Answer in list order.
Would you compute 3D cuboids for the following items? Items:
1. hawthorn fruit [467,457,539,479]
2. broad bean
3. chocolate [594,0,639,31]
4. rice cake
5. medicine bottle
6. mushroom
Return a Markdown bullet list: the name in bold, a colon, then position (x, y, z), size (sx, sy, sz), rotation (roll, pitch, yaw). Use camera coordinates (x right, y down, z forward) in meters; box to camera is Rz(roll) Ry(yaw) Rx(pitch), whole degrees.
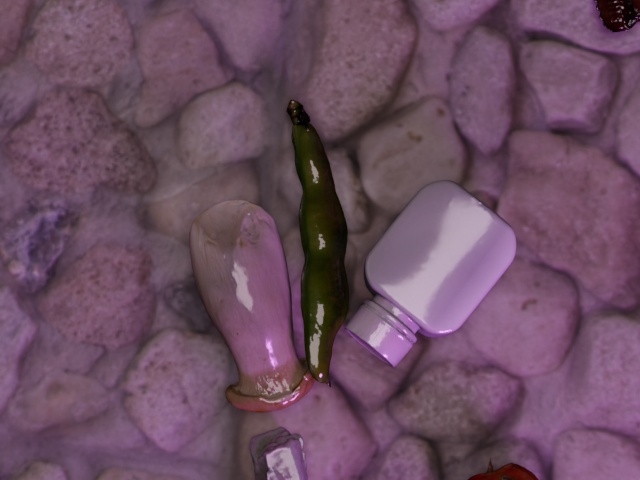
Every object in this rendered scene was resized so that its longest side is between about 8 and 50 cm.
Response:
- **hawthorn fruit**: position (0.179, 0.259, 1.530), size (0.093, 0.093, 0.093), rotation (0, 83, -2)
- **broad bean**: position (0.001, 0.001, 1.565), size (0.060, 0.043, 0.297), rotation (13, 65, -43)
- **chocolate**: position (0.371, -0.269, 1.628), size (0.182, 0.028, 0.086), rotation (-16, 76, -5)
- **rice cake**: position (-0.029, 0.319, 1.533), size (0.055, 0.049, 0.269), rotation (-6, 83, -24)
- **medicine bottle**: position (0.105, 0.037, 1.561), size (0.119, 0.069, 0.183), rotation (38, 82, 3)
- **mushroom**: position (-0.068, 0.064, 1.545), size (0.088, 0.097, 0.212), rotation (-21, 88, 39)
